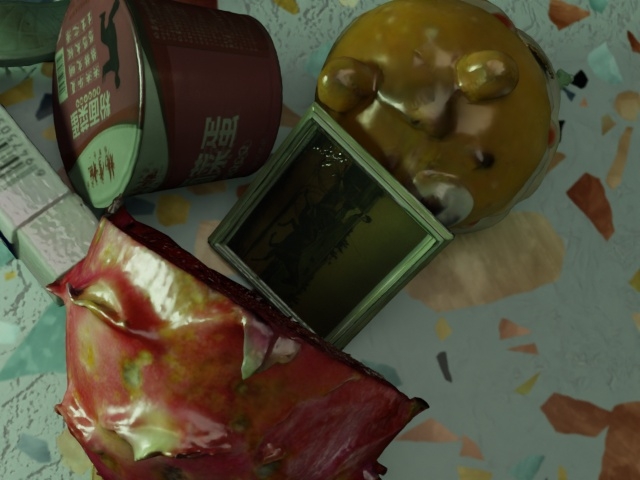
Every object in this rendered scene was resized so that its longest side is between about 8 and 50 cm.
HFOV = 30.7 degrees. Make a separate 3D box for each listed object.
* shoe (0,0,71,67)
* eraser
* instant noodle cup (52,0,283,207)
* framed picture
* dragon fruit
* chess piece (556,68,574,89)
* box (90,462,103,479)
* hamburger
[{"bbox_3d":[-0.317,-0.224,1.306,0.195,0.078,0.079,-21,76,-36],"label":"shoe"},{"bbox_3d":[-0.338,-0.070,1.243,0.086,0.130,0.287,-38,83,-17],"label":"eraser"},{"bbox_3d":[-0.160,-0.153,1.227,0.178,0.235,0.234,-4,77,-32],"label":"instant noodle cup"},{"bbox_3d":[0.000,0.000,1.223,0.197,0.252,0.014,44,43,3],"label":"framed picture"},{"bbox_3d":[-0.104,0.147,1.111,0.371,0.386,0.249,30,87,-1],"label":"dragon fruit"},{"bbox_3d":[0.232,-0.187,1.381,0.149,0.059,0.059,-10,79,-14],"label":"chess piece"},{"bbox_3d":[-0.168,0.274,1.242,0.155,0.023,0.086,3,80,-7],"label":"box"},{"bbox_3d":[0.121,-0.134,1.231,0.276,0.237,0.276,1,96,11],"label":"hamburger"}]
